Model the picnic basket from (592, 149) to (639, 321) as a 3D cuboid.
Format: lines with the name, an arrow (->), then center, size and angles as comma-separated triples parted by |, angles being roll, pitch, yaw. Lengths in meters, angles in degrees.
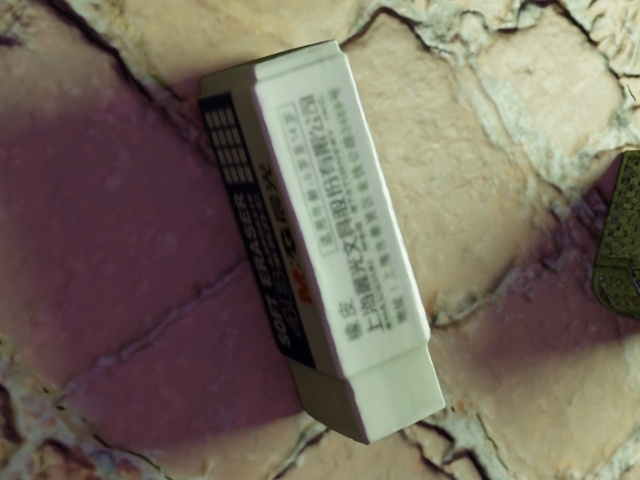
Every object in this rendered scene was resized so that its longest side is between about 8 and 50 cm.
picnic basket -> 0.345, 0.013, 0.928 | 0.134, 0.196, 0.154 | 20, 85, -24

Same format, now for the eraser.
eraser -> 0.000, 0.000, 0.815 | 0.081, 0.124, 0.279 | -21, 101, -21
